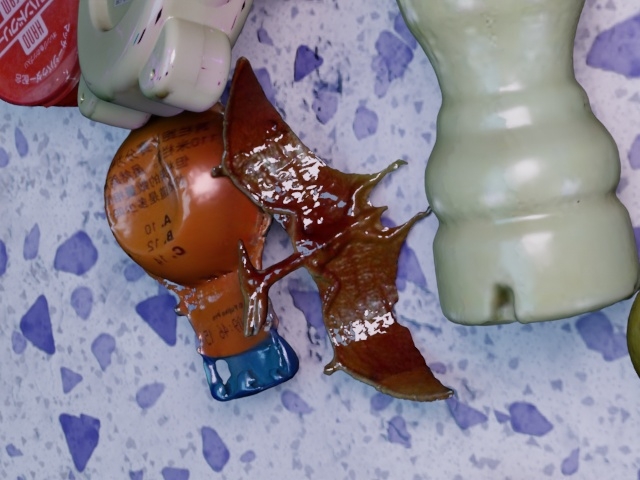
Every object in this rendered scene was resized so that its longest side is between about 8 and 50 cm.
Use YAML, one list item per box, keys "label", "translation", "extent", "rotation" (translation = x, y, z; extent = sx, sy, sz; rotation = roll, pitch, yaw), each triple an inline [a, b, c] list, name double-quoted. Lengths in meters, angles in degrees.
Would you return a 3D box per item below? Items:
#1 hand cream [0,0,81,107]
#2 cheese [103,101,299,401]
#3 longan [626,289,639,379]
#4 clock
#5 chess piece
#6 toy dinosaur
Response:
- label: "hand cream"
  translation: [-0.278, -0.236, 1.548]
  extent: [0.193, 0.125, 0.193]
  rotation: [5, 99, 37]
- label: "cheese"
  translation: [-0.118, -0.002, 1.452]
  extent: [0.217, 0.129, 0.329]
  rotation: [-26, 81, 36]
- label: "longan"
  translation: [0.319, 0.061, 1.136]
  extent: [0.155, 0.145, 0.176]
  rotation: [-5, 49, 15]
- label: "clock"
  translation: [-0.137, -0.265, 1.356]
  extent: [0.284, 0.114, 0.309]
  rotation: [-3, 76, 59]
- label: "chess piece"
  translation: [0.149, -0.157, 1.186]
  extent: [0.234, 0.234, 0.442]
  rotation: [-6, 94, 37]
- label: "toy dinosaur"
  translation: [0.005, -0.009, 1.339]
  extent: [0.206, 0.113, 0.327]
  rotation: [-5, 92, 0]
